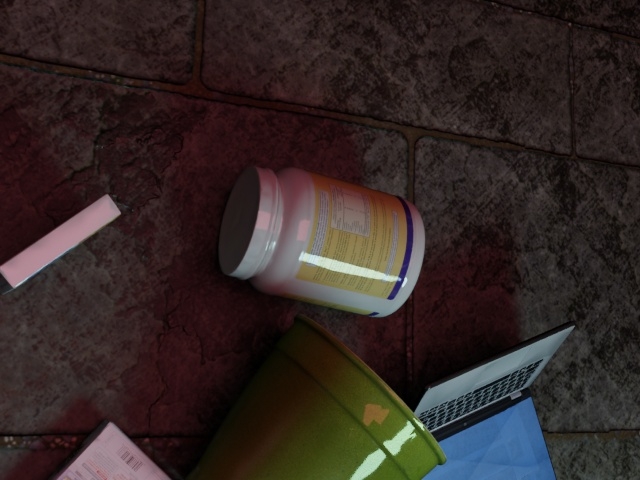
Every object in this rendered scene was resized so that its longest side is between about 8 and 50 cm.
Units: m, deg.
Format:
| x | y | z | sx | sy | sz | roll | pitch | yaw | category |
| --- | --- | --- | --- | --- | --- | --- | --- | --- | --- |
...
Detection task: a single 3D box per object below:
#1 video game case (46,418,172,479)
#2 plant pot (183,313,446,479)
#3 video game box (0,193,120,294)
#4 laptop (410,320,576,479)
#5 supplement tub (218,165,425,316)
| x | y | z | sx | sy | sz | roll | pitch | yaw | category |
| --- | --- | --- | --- | --- | --- | --- | --- | --- | --- |
| -0.354 | 0.485 | 1.373 | 0.269 | 0.061 | 0.244 | 48 | 66 | -12 | video game case |
| -0.037 | 0.379 | 1.407 | 0.353 | 0.366 | 0.366 | -44 | 102 | -13 | plant pot |
| -0.440 | 0.009 | 1.332 | 0.205 | 0.187 | 0.048 | -39 | 104 | -24 | video game box |
| 0.363 | 0.417 | 1.639 | 0.382 | 0.408 | 0.236 | -18 | 57 | -27 | laptop |
| 0.000 | 0.000 | 1.514 | 0.331 | 0.241 | 0.241 | 14 | 77 | -23 | supplement tub |
